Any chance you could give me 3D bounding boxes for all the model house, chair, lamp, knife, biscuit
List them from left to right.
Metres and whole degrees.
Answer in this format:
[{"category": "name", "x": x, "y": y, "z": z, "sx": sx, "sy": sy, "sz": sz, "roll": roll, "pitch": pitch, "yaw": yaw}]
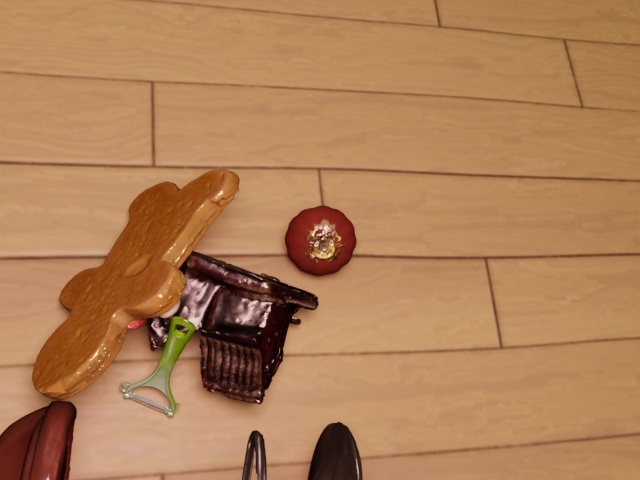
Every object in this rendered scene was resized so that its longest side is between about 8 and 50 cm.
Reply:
[{"category": "biscuit", "x": -0.231, "y": 0.052, "z": 0.944, "sx": 0.047, "sy": 0.216, "sz": 0.339, "roll": 50, "pitch": 48, "yaw": -33}, {"category": "chair", "x": -0.175, "y": 0.293, "z": 0.831, "sx": 0.401, "sy": 0.226, "sz": 0.226, "roll": 8, "pitch": 67, "yaw": -13}, {"category": "knife", "x": -0.189, "y": 0.147, "z": 0.930, "sx": 0.078, "sy": 0.166, "sz": 0.022, "roll": 21, "pitch": 33, "yaw": -10}, {"category": "model house", "x": -0.128, "y": 0.108, "z": 0.994, "sx": 0.203, "sy": 0.141, "sz": 0.164, "roll": 19, "pitch": 85, "yaw": 14}, {"category": "lamp", "x": 0.000, "y": 0.000, "z": 1.078, "sx": 0.101, "sy": 0.090, "sz": 0.101, "roll": -2, "pitch": 103, "yaw": -7}]
